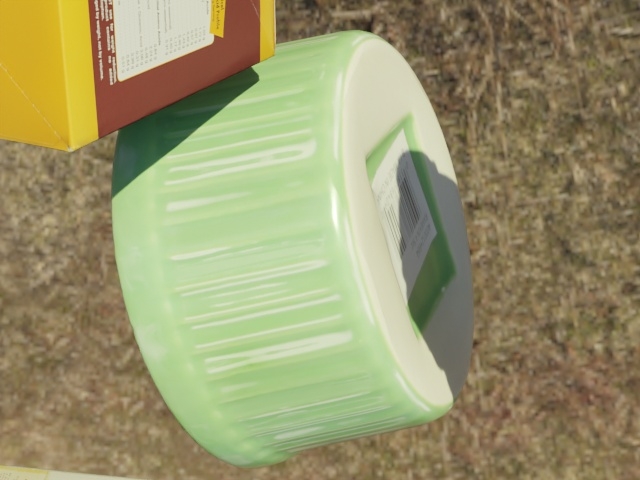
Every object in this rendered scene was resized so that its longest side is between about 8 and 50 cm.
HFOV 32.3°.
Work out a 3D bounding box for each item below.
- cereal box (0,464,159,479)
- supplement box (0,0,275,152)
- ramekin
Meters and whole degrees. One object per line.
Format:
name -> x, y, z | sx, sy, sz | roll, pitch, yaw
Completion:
cereal box -> -0.052, 0.160, 0.537 | 0.173, 0.047, 0.240 | 31, 155, -31
supplement box -> -0.124, -0.172, 0.563 | 0.129, 0.194, 0.191 | 12, 117, 24
ramekin -> 0.000, 0.000, 0.777 | 0.148, 0.303, 0.303 | -11, 149, 22
